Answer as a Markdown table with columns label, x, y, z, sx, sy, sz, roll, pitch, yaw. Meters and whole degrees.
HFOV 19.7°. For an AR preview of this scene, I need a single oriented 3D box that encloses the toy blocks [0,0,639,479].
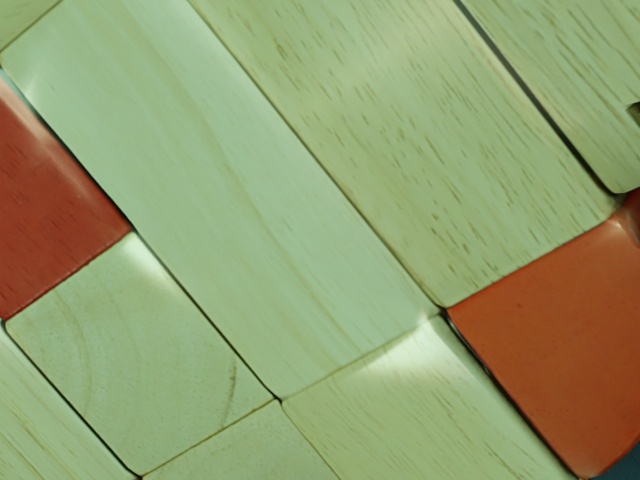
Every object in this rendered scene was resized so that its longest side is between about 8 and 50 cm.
| label | x | y | z | sx | sy | sz | roll | pitch | yaw |
| --- | --- | --- | --- | --- | --- | --- | --- | --- | --- |
| toy blocks | 0.000 | 0.000 | 0.431 | 0.381 | 0.191 | 0.261 | -32 | 102 | 36 |
